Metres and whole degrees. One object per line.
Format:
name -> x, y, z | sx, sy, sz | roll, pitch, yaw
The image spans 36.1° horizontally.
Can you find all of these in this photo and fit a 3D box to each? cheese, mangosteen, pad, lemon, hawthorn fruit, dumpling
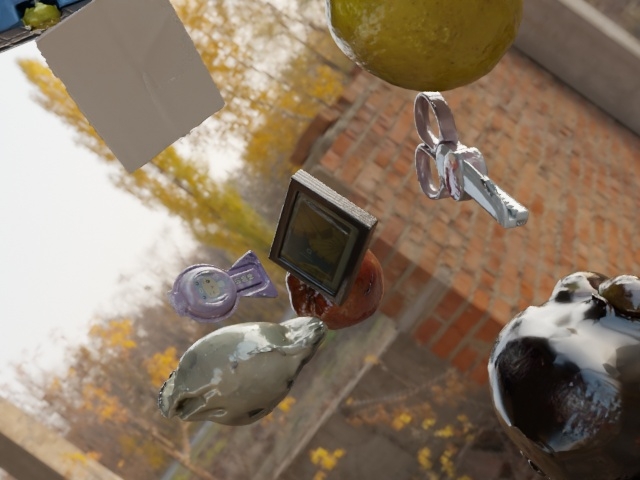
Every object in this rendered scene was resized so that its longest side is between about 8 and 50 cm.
cheese -> -0.163, 0.077, 1.594 | 0.191, 0.105, 0.042 | -20, -18, -40
mangosteen -> 0.345, 0.164, 1.153 | 0.288, 0.233, 0.287 | -25, 25, 12
pad -> -0.212, -0.190, 1.138 | 0.156, 0.004, 0.232 | -37, -40, -8
lemon -> 0.099, -0.231, 0.946 | 0.170, 0.207, 0.170 | -38, 42, 47
hawthorn fruit -> 0.041, 0.086, 1.846 | 0.202, 0.185, 0.185 | 18, -68, -53
dumpling -> -0.100, 0.162, 1.314 | 0.247, 0.142, 0.172 | -21, 22, 9

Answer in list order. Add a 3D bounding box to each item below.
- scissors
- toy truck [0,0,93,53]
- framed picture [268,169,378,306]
scissors -> 0.143, -0.066, 0.977 | 0.242, 0.031, 0.118 | -124, 26, -60
toy truck -> -0.520, -0.363, 1.509 | 0.385, 0.161, 0.162 | -21, 5, 6
framed picture -> 0.000, 0.000, 1.322 | 0.023, 0.128, 0.168 | -44, -18, -40
